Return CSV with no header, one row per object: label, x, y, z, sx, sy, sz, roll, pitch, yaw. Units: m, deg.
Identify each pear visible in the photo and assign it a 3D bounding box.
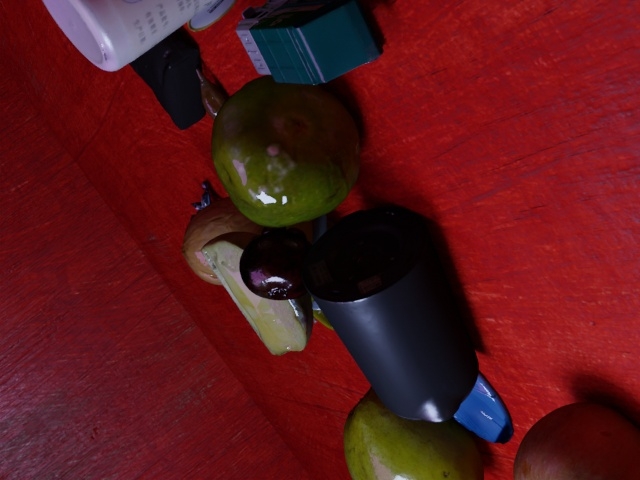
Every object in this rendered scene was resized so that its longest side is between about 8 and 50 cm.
pear,0.175,0.423,1.874,0.307,0.253,0.253,46,161,2

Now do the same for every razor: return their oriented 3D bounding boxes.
razor,0.000,0.000,1.612,0.106,0.068,0.232,175,95,-69

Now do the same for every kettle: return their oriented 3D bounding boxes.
kettle,0.105,0.116,1.547,0.262,0.203,0.308,26,152,49

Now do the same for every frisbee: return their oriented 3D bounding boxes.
frisbee,0.250,0.283,1.757,0.242,0.045,0.242,45,162,19

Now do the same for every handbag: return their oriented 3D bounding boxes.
handbag,-0.318,-0.351,1.855,0.223,0.080,0.247,46,160,17

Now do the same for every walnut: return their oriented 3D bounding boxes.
walnut,-0.172,-0.002,1.946,0.195,0.221,0.195,164,90,-88

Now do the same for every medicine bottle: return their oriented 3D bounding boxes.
medicine bottle,-0.206,-0.361,1.235,0.170,0.293,0.170,43,161,19

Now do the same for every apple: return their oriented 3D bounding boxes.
apple,-0.082,0.083,1.713,0.193,0.120,0.265,-2,126,57
apple,0.368,0.321,1.338,0.188,0.174,0.188,42,160,18

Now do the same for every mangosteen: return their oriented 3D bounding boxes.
mangosteen,-0.066,0.028,1.553,0.140,0.140,0.140,45,160,20

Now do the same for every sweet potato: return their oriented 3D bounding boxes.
sweet potato,-0.199,-0.267,1.781,0.049,0.049,0.117,16,141,60

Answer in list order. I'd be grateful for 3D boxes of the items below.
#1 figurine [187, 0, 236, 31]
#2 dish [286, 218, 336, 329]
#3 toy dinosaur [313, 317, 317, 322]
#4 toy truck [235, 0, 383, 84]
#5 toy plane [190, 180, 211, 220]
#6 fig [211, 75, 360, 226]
figurine,-0.235,-0.435,1.412,0.263,0.142,0.189,49,-175,9
dish,-0.002,0.035,1.784,0.221,0.108,0.262,46,162,18
toy dinosaur,-0.030,0.163,2.233,0.062,0.021,0.083,59,166,21
toy truck,-0.014,-0.266,1.236,0.253,0.124,0.114,16,138,58
toy plane,-0.274,-0.056,2.307,0.246,0.078,0.169,-178,79,-71
fig,-0.065,-0.135,1.458,0.233,0.233,0.314,56,172,-14
